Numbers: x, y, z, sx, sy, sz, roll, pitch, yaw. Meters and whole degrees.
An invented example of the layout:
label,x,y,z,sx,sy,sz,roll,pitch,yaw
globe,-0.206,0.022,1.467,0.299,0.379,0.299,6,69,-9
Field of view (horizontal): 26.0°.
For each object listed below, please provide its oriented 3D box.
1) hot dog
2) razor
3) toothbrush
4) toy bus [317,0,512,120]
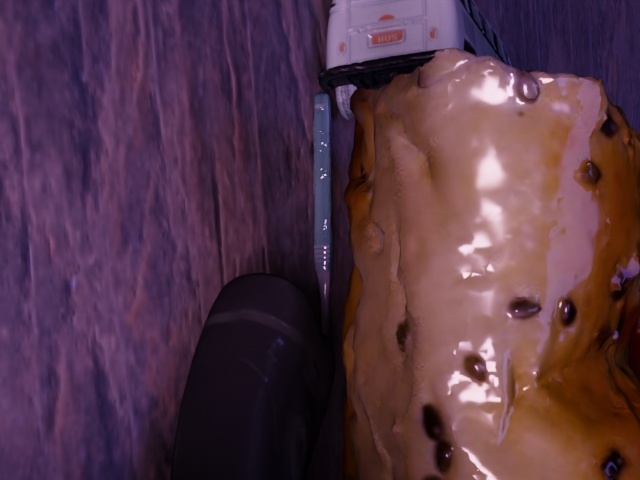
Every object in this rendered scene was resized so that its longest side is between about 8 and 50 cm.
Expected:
label,x,y,z,sx,sy,sz,roll,pitch,yaw
hot dog,0.107,0.126,0.738,0.367,0.196,0.365,31,64,-74
razor,-0.031,0.094,0.622,0.090,0.054,0.148,63,29,-45
toothbrush,0.000,0.000,0.762,0.014,0.011,0.167,11,78,-60
toy bus,0.070,-0.102,0.846,0.194,0.087,0.089,32,55,-63
